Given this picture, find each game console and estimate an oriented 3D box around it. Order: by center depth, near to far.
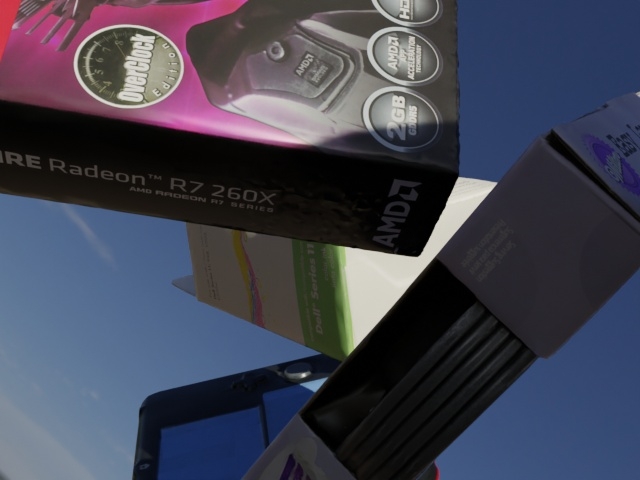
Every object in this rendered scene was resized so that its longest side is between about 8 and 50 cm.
[{"bbox_3d":[-0.056,0.246,1.125,0.386,0.341,0.060,-112,-166,-71],"label":"game console"}]

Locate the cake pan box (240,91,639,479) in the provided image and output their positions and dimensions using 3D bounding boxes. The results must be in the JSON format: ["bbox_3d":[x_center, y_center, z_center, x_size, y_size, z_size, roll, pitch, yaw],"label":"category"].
[{"bbox_3d":[0.095,0.035,0.498,0.070,0.267,0.246,43,-62,13],"label":"cake pan box"}]

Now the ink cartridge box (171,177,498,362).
[{"bbox_3d":[0.000,0.000,0.955,0.353,0.207,0.119,14,-64,53],"label":"ink cartridge box"}]

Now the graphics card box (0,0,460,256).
[{"bbox_3d":[-0.104,-0.130,0.561,0.370,0.233,0.094,10,-35,-6],"label":"graphics card box"}]
